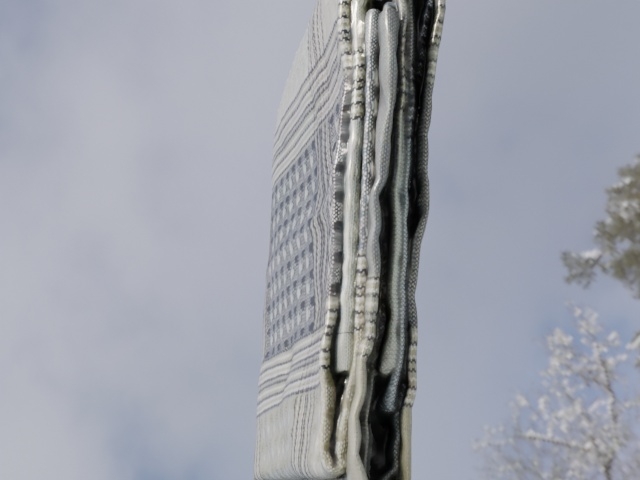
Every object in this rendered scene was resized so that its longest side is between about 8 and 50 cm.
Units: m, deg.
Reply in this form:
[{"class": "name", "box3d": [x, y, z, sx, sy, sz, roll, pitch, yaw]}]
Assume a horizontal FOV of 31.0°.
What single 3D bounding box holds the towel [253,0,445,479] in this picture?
[{"class": "towel", "box3d": [0.000, 0.000, 0.708, 0.056, 0.324, 0.312, 8, -103, -11]}]
